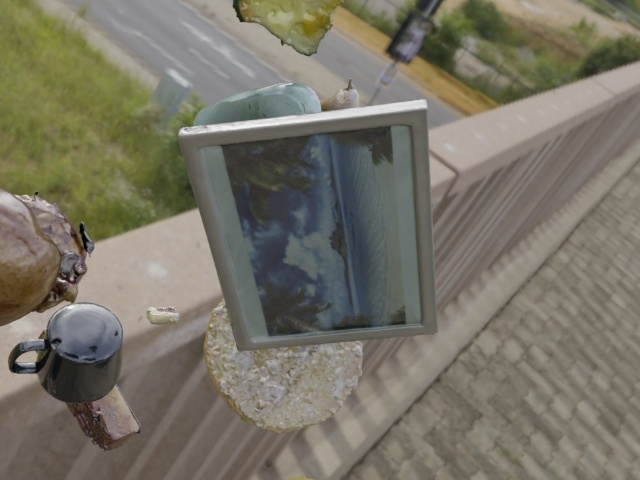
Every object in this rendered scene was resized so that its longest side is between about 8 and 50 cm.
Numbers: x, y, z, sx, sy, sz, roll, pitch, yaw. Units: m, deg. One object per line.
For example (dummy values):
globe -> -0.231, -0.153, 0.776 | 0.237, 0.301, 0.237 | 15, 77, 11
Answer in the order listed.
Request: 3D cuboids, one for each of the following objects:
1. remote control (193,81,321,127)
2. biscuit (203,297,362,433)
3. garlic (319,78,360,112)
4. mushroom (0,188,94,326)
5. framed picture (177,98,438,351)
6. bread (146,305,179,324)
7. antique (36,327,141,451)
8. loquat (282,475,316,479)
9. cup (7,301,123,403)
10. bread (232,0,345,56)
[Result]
remote control -> -0.102, -0.176, 1.306 | 0.045, 0.256, 0.098 | -19, 97, -48
biscuit -> -0.047, 0.144, 1.157 | 0.219, 0.033, 0.220 | 4, 69, -11
garlic -> 0.039, -0.261, 1.773 | 0.084, 0.152, 0.066 | 42, 63, -19
mushroom -> -0.438, 0.014, 1.118 | 0.283, 0.263, 0.195 | 13, 62, -19
framed picture -> 0.000, 0.000, 0.891 | 0.231, 0.315, 0.024 | -6, 45, 4
bread -> -0.357, 0.169, 1.974 | 0.070, 0.035, 0.083 | 1, 8, -14
antique -> -0.531, 0.333, 1.993 | 0.093, 0.087, 0.310 | -21, 71, -46
loquat -> -0.048, 0.450, 1.357 | 0.152, 0.195, 0.152 | 43, 35, -40
cup -> -0.501, 0.225, 1.739 | 0.223, 0.177, 0.169 | 0, 53, -25
bread -> -0.005, -0.405, 1.230 | 0.174, 0.251, 0.133 | 27, 40, -20
